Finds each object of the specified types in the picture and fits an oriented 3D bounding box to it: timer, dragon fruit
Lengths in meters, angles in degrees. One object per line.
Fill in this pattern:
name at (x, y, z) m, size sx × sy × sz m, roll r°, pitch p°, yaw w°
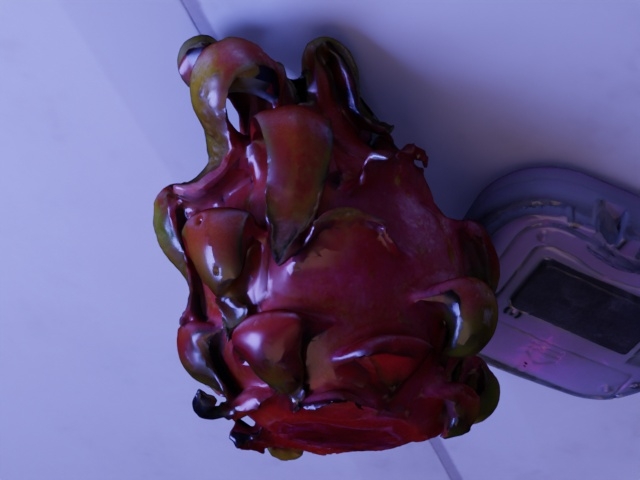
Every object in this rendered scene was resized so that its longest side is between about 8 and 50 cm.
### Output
timer at (0.198, 0.040, 1.009) m, size 0.208 × 0.069 × 0.191 m, roll 22°, pitch 135°, yaw -7°
dragon fruit at (0.003, 0.013, 0.911) m, size 0.227 × 0.243 × 0.307 m, roll -20°, pitch 133°, yaw 8°
